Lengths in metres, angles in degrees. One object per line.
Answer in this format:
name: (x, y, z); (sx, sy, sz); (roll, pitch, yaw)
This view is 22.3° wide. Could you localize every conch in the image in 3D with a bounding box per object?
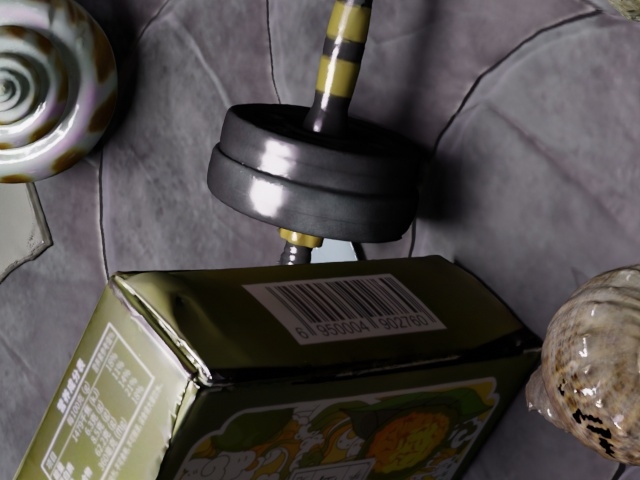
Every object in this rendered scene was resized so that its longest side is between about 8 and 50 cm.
conch: (-0.327, -0.171, 1.630); (0.249, 0.197, 0.368); (42, 156, -10)
conch: (0.228, 0.093, 1.217); (0.155, 0.130, 0.207); (-65, 17, -20)

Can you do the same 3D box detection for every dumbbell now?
dumbbell: (0.020, -0.157, 1.336); (0.185, 0.185, 0.388); (26, 108, 41)

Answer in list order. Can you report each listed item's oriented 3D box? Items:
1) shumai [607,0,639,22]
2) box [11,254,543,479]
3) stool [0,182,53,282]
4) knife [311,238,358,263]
shumai: (0.299, -0.224, 1.036); (0.225, 0.261, 0.222); (-152, 72, -75)
box: (-0.066, 0.209, 1.294); (0.138, 0.373, 0.420); (47, 122, 32)
stool: (-0.469, -0.072, 1.772); (0.170, 0.244, 0.269); (-37, 66, 39)
knife: (0.001, -0.001, 1.468); (0.063, 0.035, 0.260); (-38, 71, 34)
